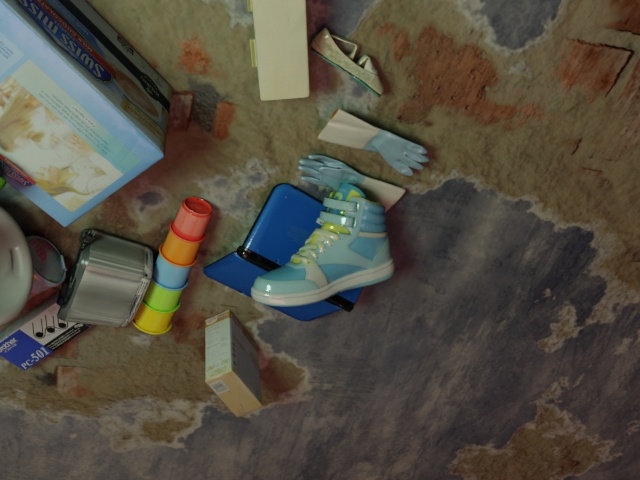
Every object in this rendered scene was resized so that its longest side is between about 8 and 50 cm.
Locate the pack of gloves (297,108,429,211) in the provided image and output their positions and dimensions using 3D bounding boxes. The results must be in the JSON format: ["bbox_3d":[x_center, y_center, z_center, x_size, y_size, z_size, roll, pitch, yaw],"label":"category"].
[{"bbox_3d":[0.082,-0.160,1.400,0.232,0.046,0.195,20,137,-23],"label":"pack of gloves"}]

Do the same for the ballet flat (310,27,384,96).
[{"bbox_3d":[0.059,-0.313,1.255,0.168,0.057,0.052,28,110,-28],"label":"ballet flat"}]

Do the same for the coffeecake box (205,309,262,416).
[{"bbox_3d":[-0.195,0.273,1.600,0.068,0.186,0.142,-24,128,10],"label":"coffeecake box"}]

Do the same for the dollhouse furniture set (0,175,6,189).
[{"bbox_3d":[-0.637,-0.104,1.006,0.301,0.151,0.198,42,76,-22],"label":"dollhouse furniture set"}]

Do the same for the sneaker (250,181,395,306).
[{"bbox_3d":[0.000,0.000,1.390,0.318,0.127,0.208,-15,110,-32],"label":"sneaker"}]

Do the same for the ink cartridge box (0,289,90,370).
[{"bbox_3d":[-0.610,0.199,1.566,0.207,0.046,0.097,-32,125,17],"label":"ink cartridge box"}]

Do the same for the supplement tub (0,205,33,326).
[{"bbox_3d":[-0.716,0.067,1.270,0.331,0.241,0.241,-14,130,18],"label":"supplement tub"}]

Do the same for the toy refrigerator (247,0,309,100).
[{"bbox_3d":[-0.073,-0.372,1.156,0.094,0.102,0.270,-6,130,-4],"label":"toy refrigerator"}]

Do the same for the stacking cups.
[{"bbox_3d":[-0.298,0.052,1.477,0.096,0.096,0.316,18,120,-22],"label":"stacking cups"}]

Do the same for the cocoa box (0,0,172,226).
[{"bbox_3d":[-0.436,-0.241,1.122,0.231,0.228,0.347,-32,126,17],"label":"cocoa box"}]

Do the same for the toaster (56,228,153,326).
[{"bbox_3d":[-0.432,0.075,1.445,0.146,0.129,0.227,15,123,-25],"label":"toaster"}]

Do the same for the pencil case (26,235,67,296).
[{"bbox_3d":[-0.646,0.097,1.436,0.273,0.114,0.124,-29,144,15],"label":"pencil case"}]

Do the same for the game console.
[{"bbox_3d":[-0.058,0.036,1.535,0.293,0.173,0.250,29,88,-28],"label":"game console"}]
